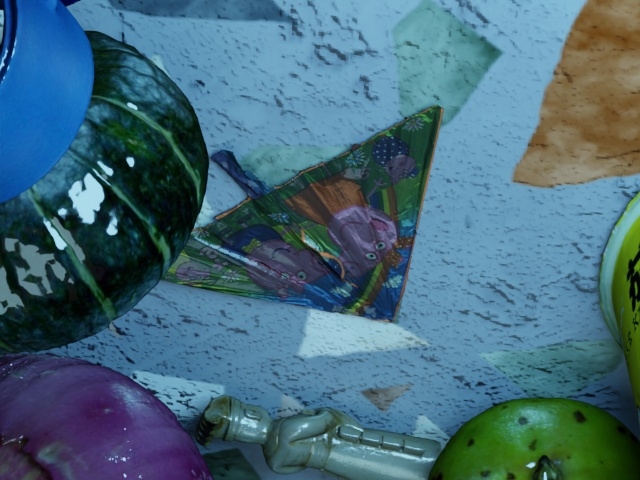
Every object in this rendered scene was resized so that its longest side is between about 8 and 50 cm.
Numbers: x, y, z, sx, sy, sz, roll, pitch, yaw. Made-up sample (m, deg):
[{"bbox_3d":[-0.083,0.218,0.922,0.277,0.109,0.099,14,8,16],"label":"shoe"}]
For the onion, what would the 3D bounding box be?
[{"bbox_3d":[-0.222,0.256,1.484,0.358,0.345,0.358,12,129,16],"label":"onion"}]

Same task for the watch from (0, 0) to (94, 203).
[{"bbox_3d":[-0.246,-0.128,1.087,0.196,0.200,0.171,7,169,34],"label":"watch"}]

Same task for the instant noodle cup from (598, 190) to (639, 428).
[{"bbox_3d":[0.371,0.112,1.286,0.326,0.254,0.325,4,134,4],"label":"instant noodle cup"}]

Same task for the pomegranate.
[{"bbox_3d":[0.195,0.246,1.478,0.211,0.211,0.263,-4,153,10],"label":"pomegranate"}]

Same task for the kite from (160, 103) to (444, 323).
[{"bbox_3d":[0.000,0.000,1.387,0.321,0.016,0.234,-26,125,27],"label":"kite"}]

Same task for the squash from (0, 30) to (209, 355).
[{"bbox_3d":[-0.203,-0.034,1.220,0.252,0.252,0.165,-12,125,18],"label":"squash"}]

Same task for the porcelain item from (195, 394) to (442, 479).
[{"bbox_3d":[-0.004,0.180,1.530,0.213,0.054,0.084,16,130,-9],"label":"porcelain item"}]
